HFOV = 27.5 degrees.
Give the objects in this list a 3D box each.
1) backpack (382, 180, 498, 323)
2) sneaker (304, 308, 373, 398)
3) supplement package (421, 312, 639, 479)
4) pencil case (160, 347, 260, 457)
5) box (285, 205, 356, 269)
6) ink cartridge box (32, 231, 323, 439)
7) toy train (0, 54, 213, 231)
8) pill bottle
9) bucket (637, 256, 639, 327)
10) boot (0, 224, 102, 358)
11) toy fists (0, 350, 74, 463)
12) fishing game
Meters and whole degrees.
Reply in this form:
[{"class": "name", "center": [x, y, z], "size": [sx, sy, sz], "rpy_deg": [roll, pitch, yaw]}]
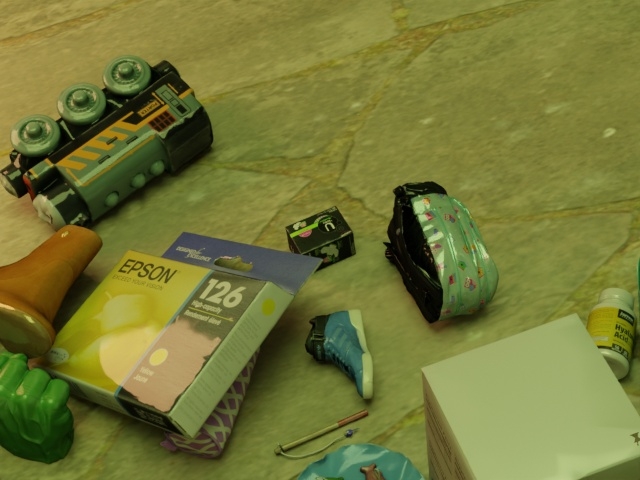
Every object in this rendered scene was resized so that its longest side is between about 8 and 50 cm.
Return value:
[{"class": "backpack", "center": [0.165, 0.021, 1.810], "size": [0.115, 0.152, 0.182], "rpy_deg": [-16, 56, -10]}, {"class": "sneaker", "center": [0.023, 0.157, 1.766], "size": [0.085, 0.058, 0.152], "rpy_deg": [-7, 46, -5]}, {"class": "supplement package", "center": [0.247, 0.261, 1.519], "size": [0.199, 0.262, 0.198], "rpy_deg": [-19, 51, -8]}, {"class": "pencil case", "center": [-0.143, 0.194, 1.752], "size": [0.088, 0.086, 0.206], "rpy_deg": [-16, 40, 40]}, {"class": "box", "center": [0.000, 0.000, 1.903], "size": [0.083, 0.052, 0.062], "rpy_deg": [-23, 51, -12]}, {"class": "ink cartridge box", "center": [-0.196, 0.099, 1.768], "size": [0.304, 0.072, 0.307], "rpy_deg": [10, 56, 44]}, {"class": "toy train", "center": [-0.326, -0.150, 2.026], "size": [0.334, 0.142, 0.190], "rpy_deg": [-38, 65, -21]}, {"class": "pill bottle", "center": [0.385, 0.122, 1.739], "size": [0.065, 0.065, 0.116], "rpy_deg": [8, 53, 15]}, {"class": "bucket", "center": [0.535, 0.098, 1.662], "size": [0.281, 0.183, 0.281], "rpy_deg": [-4, 51, 6]}, {"class": "boot", "center": [-0.381, 0.057, 1.816], "size": [0.211, 0.104, 0.295], "rpy_deg": [-42, 23, -26]}, {"class": "toy fists", "center": [-0.453, 0.197, 1.752], "size": [0.279, 0.142, 0.096], "rpy_deg": [17, 56, 20]}, {"class": "fishing game", "center": [0.046, 0.329, 1.638], "size": [0.189, 0.041, 0.264], "rpy_deg": [-22, 50, -10]}]
